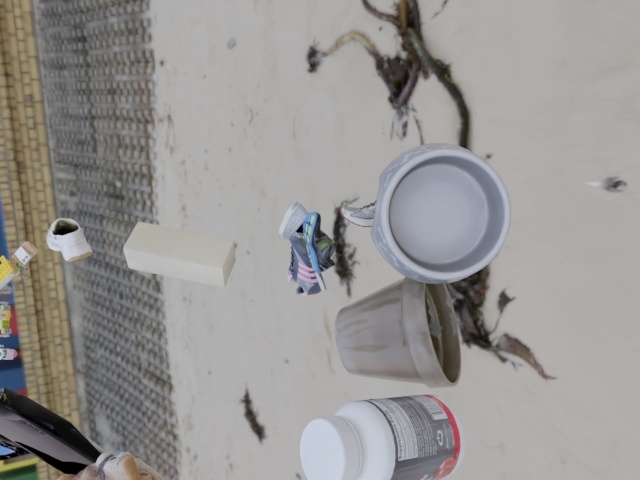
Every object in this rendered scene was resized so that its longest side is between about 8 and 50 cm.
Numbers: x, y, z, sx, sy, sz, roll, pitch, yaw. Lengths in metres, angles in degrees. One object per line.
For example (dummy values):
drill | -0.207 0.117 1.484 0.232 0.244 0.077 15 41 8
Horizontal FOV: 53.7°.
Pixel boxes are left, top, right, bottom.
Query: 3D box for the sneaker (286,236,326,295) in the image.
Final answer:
sneaker | -0.079 0.103 2.414 0.112 0.131 0.319 -109 -3 -51

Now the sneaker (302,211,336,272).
sneaker | 0.000 0.000 1.693 0.067 0.078 0.188 -124 19 -55

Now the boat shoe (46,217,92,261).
boat shoe | -0.723 -0.021 1.803 0.277 0.098 0.096 18 126 52

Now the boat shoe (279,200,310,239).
boat shoe | -0.080 -0.046 2.085 0.081 0.079 0.227 40 156 8

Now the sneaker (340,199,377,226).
sneaker | 0.171 -0.094 1.852 0.088 0.225 0.093 -104 12 -69

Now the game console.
game console | -0.537 0.356 1.109 0.361 0.213 0.044 -23 32 38

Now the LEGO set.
LEGO set | -0.744 0.139 1.513 0.107 0.132 0.287 33 -110 -72

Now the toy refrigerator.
toy refrigerator | -0.370 0.040 1.679 0.094 0.269 0.102 93 -171 -48

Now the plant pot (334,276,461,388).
plant pot | 0.203 0.252 1.718 0.280 0.323 0.323 -14 82 24

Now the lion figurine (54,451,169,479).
lion figurine | -0.361 0.403 0.728 0.240 0.392 0.142 19 136 18

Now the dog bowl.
dog bowl | 0.291 -0.063 1.512 0.102 0.349 0.349 -133 38 -86

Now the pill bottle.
pill bottle | 0.123 0.403 1.249 0.176 0.318 0.176 -10 78 51
